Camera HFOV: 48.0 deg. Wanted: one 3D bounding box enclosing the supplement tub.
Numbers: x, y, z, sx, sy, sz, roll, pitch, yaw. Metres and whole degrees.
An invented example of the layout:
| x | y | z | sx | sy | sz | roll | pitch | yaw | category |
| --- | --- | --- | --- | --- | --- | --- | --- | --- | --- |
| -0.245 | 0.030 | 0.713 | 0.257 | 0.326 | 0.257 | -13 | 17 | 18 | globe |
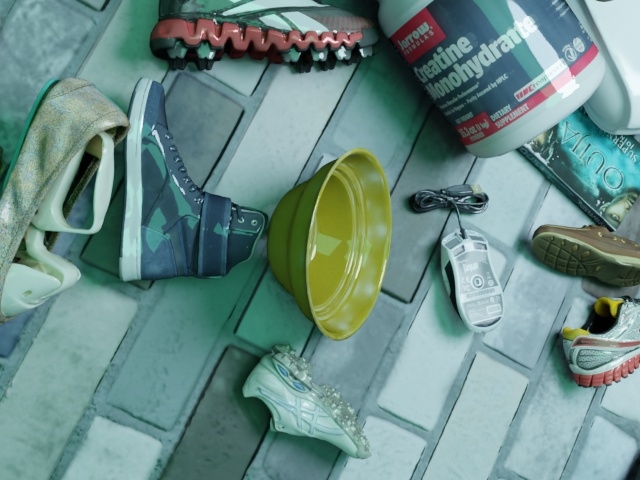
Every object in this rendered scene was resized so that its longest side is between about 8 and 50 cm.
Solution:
| x | y | z | sx | sy | sz | roll | pitch | yaw | category |
| --- | --- | --- | --- | --- | --- | --- | --- | --- | --- |
| 0.190 | -0.254 | 0.860 | 0.191 | 0.191 | 0.272 | -39 | 97 | -13 | supplement tub |

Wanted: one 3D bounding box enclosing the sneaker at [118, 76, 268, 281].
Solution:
| x | y | z | sx | sy | sz | roll | pitch | yaw | category |
| --- | --- | --- | --- | --- | --- | --- | --- | --- | --- |
| -0.140 | -0.066 | 0.812 | 0.163 | 0.086 | 0.226 | 1 | 93 | -8 | sneaker |

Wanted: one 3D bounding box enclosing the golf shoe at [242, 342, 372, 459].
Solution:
| x | y | z | sx | sy | sz | roll | pitch | yaw | category |
| --- | --- | --- | --- | --- | --- | --- | --- | --- | --- |
| -0.017 | 0.207 | 0.858 | 0.086 | 0.069 | 0.176 | -43 | 95 | 7 | golf shoe |

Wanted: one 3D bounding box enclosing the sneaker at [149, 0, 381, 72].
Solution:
| x | y | z | sx | sy | sz | roll | pitch | yaw | category |
| --- | --- | --- | --- | --- | --- | --- | --- | --- | --- |
| -0.060 | -0.269 | 0.841 | 0.275 | 0.097 | 0.135 | -1 | 91 | -14 | sneaker |

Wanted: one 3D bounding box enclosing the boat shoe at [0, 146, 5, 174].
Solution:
| x | y | z | sx | sy | sz | roll | pitch | yaw | category |
| --- | --- | --- | --- | --- | --- | --- | --- | --- | --- |
| -0.387 | -0.088 | 0.734 | 0.110 | 0.121 | 0.341 | 1 | 86 | -14 | boat shoe |

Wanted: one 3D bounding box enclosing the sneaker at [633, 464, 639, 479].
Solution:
| x | y | z | sx | sy | sz | roll | pitch | yaw | category |
| --- | --- | --- | --- | --- | --- | --- | --- | --- | --- |
| 0.620 | 0.335 | 0.957 | 0.447 | 0.169 | 0.258 | -10 | 92 | -13 | sneaker |

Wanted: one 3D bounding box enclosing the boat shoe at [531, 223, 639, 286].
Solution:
| x | y | z | sx | sy | sz | roll | pitch | yaw | category |
| --- | --- | --- | --- | --- | --- | --- | --- | --- | --- |
| 0.360 | 0.011 | 0.965 | 0.177 | 0.064 | 0.060 | 16 | 53 | -15 | boat shoe |

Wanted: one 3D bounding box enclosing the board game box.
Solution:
| x | y | z | sx | sy | sz | roll | pitch | yaw | category |
| --- | --- | --- | --- | --- | --- | --- | --- | --- | --- |
| 0.367 | -0.117 | 0.986 | 0.186 | 0.026 | 0.126 | 40 | 78 | -10 | board game box |

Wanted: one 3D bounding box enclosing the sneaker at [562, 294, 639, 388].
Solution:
| x | y | z | sx | sy | sz | roll | pitch | yaw | category |
| --- | --- | --- | --- | --- | --- | --- | --- | --- | --- |
| 0.423 | 0.106 | 0.958 | 0.225 | 0.088 | 0.093 | -28 | 93 | -15 | sneaker |

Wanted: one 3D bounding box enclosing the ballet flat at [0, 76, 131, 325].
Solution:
| x | y | z | sx | sy | sz | roll | pitch | yaw | category |
| --- | --- | --- | --- | --- | --- | --- | --- | --- | --- |
| -0.287 | -0.010 | 0.735 | 0.106 | 0.107 | 0.316 | 26 | 97 | 1 | ballet flat |

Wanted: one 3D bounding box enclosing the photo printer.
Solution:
| x | y | z | sx | sy | sz | roll | pitch | yaw | category |
| --- | --- | --- | --- | --- | --- | --- | --- | --- | --- |
| 0.430 | -0.302 | 0.956 | 0.256 | 0.107 | 0.308 | -23 | 87 | -16 | photo printer |

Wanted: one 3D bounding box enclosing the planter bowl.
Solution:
| x | y | z | sx | sy | sz | roll | pitch | yaw | category |
| --- | --- | --- | --- | --- | --- | --- | --- | --- | --- |
| 0.000 | 0.000 | 0.827 | 0.090 | 0.217 | 0.217 | 8 | 84 | 28 | planter bowl |

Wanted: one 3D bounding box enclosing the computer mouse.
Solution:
| x | y | z | sx | sy | sz | roll | pitch | yaw | category |
| --- | --- | --- | --- | --- | --- | --- | --- | --- | --- |
| 0.182 | 0.024 | 0.923 | 0.106 | 0.042 | 0.193 | -9 | 84 | -20 | computer mouse |
